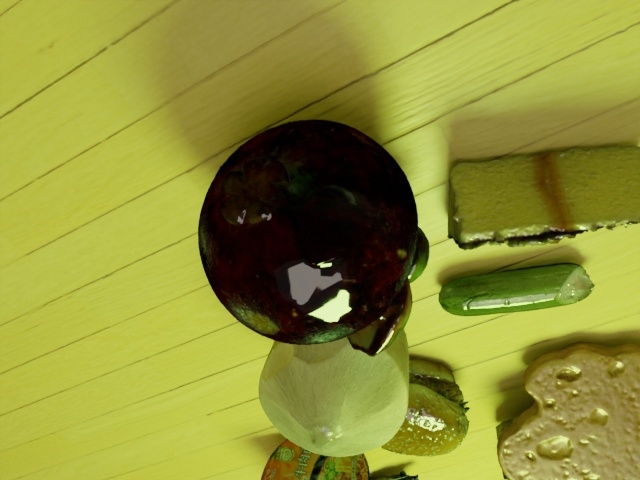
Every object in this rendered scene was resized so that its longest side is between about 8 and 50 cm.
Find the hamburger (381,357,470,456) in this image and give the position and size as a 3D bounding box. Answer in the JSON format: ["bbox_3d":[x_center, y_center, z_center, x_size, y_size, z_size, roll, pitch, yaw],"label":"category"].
[{"bbox_3d":[0.161,0.319,1.163,0.215,0.122,0.189,17,129,-7],"label":"hamburger"}]

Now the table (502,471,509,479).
[{"bbox_3d":[0.412,0.450,1.277,0.083,0.082,0.070,-3,129,7],"label":"table"}]

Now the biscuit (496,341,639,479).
[{"bbox_3d":[0.492,0.333,1.093,0.352,0.057,0.311,2,92,11],"label":"biscuit"}]

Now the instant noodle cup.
[{"bbox_3d":[0.010,0.537,1.301,0.230,0.230,0.182,-10,136,12],"label":"instant noodle cup"}]

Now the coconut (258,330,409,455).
[{"bbox_3d":[0.027,0.222,0.995,0.238,0.266,0.237,7,121,12],"label":"coconut"}]

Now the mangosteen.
[{"bbox_3d":[-0.004,-0.006,0.810,0.311,0.311,0.311,2,130,2],"label":"mangosteen"}]

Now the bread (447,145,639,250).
[{"bbox_3d":[0.307,-0.052,0.854,0.266,0.141,0.178,-3,170,5],"label":"bread"}]

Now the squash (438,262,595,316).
[{"bbox_3d":[0.307,0.080,0.990,0.239,0.069,0.069,-9,128,12],"label":"squash"}]

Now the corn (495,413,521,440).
[{"bbox_3d":[0.513,0.377,1.182,0.347,0.130,0.130,-3,129,9],"label":"corn"}]

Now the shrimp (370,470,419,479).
[{"bbox_3d":[0.172,0.597,1.445,0.198,0.051,0.262,31,128,-28],"label":"shrimp"}]
